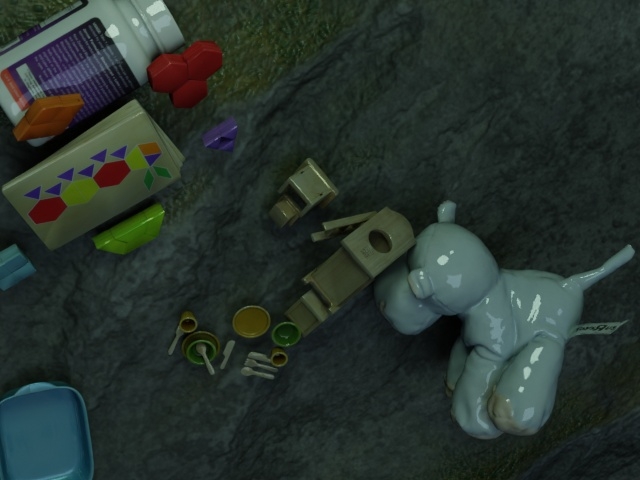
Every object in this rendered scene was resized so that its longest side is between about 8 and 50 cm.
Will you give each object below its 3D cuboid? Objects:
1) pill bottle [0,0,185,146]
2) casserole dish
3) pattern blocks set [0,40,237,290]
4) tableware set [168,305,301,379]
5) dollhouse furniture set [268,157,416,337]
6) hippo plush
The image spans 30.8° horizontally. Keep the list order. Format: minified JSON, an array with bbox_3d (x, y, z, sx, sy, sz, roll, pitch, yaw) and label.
[{"bbox_3d":[-0.243,-0.189,1.205,0.194,0.108,0.108,-31,123,-4],"label":"pill bottle"},{"bbox_3d":[-0.343,0.246,1.434,0.114,0.037,0.188,-10,118,-17],"label":"casserole dish"},{"bbox_3d":[-0.239,-0.071,1.250,0.325,0.026,0.285,-26,149,-12],"label":"pattern blocks set"},{"bbox_3d":[-0.107,0.125,1.455,0.154,0.024,0.104,17,114,-18],"label":"tableware set"},{"bbox_3d":[0.000,0.000,1.443,0.101,0.161,0.182,-37,175,-40],"label":"dollhouse furniture set"},{"bbox_3d":[0.189,0.098,1.441,0.237,0.234,0.294,31,144,-20],"label":"hippo plush"}]
